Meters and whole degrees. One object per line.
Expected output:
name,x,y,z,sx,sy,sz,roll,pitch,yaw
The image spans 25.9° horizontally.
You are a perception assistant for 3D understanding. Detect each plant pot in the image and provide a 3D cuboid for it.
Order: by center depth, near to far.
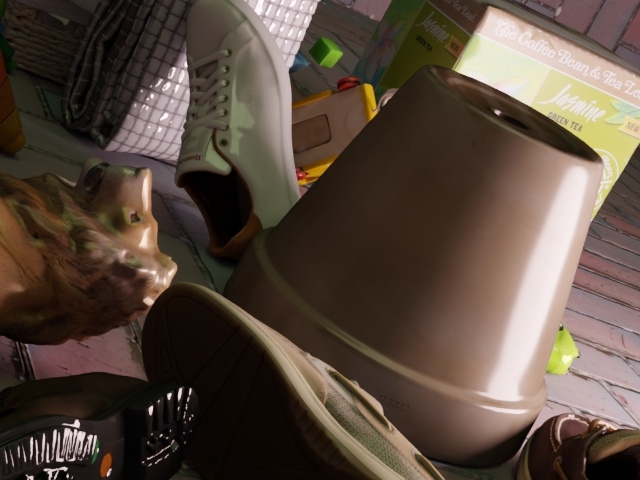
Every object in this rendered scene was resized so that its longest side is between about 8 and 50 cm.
plant pot,0.110,0.003,1.290,0.323,0.280,0.323,25,17,-8

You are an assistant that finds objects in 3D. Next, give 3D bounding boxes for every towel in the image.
towel,-0.146,-0.232,1.572,0.121,0.283,0.235,34,16,34

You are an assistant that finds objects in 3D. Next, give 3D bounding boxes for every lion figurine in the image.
lion figurine,-0.261,0.029,0.915,0.240,0.142,0.392,37,31,2

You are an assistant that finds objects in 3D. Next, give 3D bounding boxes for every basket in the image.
basket,-0.342,-0.273,1.701,0.113,0.103,0.167,20,18,-27

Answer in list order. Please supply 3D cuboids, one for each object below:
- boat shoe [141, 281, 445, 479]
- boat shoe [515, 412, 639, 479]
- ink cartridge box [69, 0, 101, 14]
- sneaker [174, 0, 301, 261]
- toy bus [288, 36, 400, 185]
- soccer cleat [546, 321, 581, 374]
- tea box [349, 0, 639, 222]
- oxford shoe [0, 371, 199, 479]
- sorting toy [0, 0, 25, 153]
boat shoe,-0.004,0.142,0.978,0.302,0.109,0.098,41,22,21
boat shoe,0.246,0.212,1.146,0.123,0.123,0.342,27,16,-4
ink cartridge box,-0.278,-0.382,1.615,0.255,0.188,0.097,28,17,3
sneaker,-0.097,-0.120,1.413,0.123,0.106,0.290,-5,78,-52
toy bus,0.024,-0.134,1.720,0.202,0.191,0.104,37,18,28
soccer cleat,0.248,0.095,1.628,0.072,0.060,0.179,22,20,-17
tea box,0.222,-0.157,1.878,0.329,0.323,0.220,17,19,-31
oxford shoe,-0.171,0.129,0.833,0.096,0.082,0.227,14,9,24
sorting toy,-0.352,-0.178,1.461,0.126,0.127,0.365,54,4,-22
